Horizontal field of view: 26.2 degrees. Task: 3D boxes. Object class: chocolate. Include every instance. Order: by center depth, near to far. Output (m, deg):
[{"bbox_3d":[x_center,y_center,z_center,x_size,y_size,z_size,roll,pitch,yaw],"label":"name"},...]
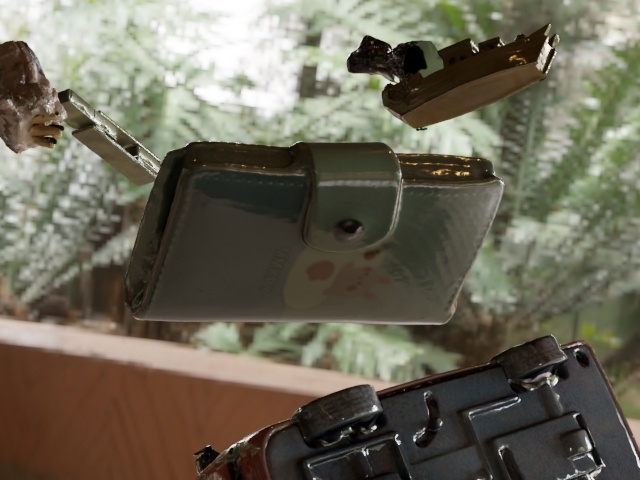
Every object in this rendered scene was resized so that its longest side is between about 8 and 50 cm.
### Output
[{"bbox_3d":[0.081,-0.206,1.607,0.072,0.070,0.147,-6,9,-26],"label":"chocolate"}]

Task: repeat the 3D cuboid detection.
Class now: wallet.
[{"bbox_3d":[0.000,0.000,1.383,0.360,0.252,0.083,1,48,-20],"label":"wallet"}]

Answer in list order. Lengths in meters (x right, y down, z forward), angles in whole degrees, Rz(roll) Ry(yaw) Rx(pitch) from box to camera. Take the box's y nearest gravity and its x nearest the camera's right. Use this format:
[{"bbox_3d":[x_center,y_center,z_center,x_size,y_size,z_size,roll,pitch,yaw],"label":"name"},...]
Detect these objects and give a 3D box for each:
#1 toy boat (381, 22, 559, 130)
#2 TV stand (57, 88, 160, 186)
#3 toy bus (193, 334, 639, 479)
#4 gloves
[{"bbox_3d":[0.163,-0.183,1.502,0.206,0.072,0.064,-20,-34,24],"label":"toy boat"},{"bbox_3d":[-0.295,-0.140,1.907,0.036,0.042,0.249,-14,-26,19],"label":"TV stand"},{"bbox_3d":[0.087,0.227,1.190,0.427,0.203,0.233,-9,-19,-42],"label":"toy bus"},{"bbox_3d":[-0.372,-0.175,1.706,0.094,0.110,0.144,-17,45,-1],"label":"gloves"}]
